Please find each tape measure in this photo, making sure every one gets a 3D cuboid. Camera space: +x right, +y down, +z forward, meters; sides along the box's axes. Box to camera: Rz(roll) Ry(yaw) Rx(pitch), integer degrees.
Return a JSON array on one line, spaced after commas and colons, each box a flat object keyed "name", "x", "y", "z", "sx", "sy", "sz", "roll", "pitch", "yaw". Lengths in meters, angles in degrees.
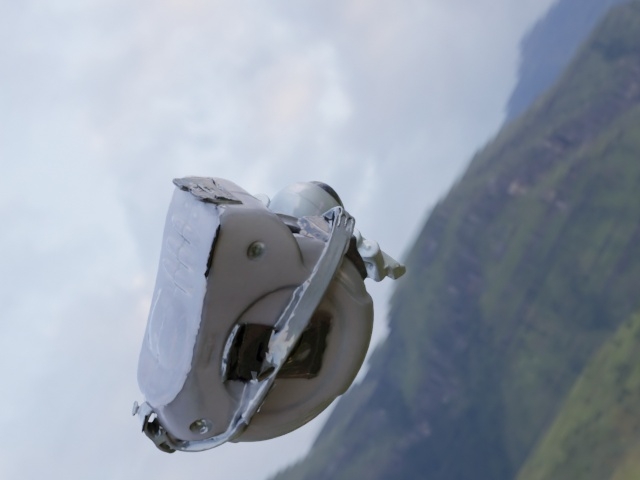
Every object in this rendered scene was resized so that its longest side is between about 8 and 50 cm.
[{"name": "tape measure", "x": -0.050, "y": 0.068, "z": 1.424, "sx": 0.197, "sy": 0.120, "sz": 0.236, "roll": 2, "pitch": -68, "yaw": -33}]

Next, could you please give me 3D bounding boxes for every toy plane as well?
[{"name": "toy plane", "x": -0.002, "y": 0.002, "z": 1.602, "sx": 0.080, "sy": 0.174, "sz": 0.174, "roll": -57, "pitch": -17, "yaw": -21}]
